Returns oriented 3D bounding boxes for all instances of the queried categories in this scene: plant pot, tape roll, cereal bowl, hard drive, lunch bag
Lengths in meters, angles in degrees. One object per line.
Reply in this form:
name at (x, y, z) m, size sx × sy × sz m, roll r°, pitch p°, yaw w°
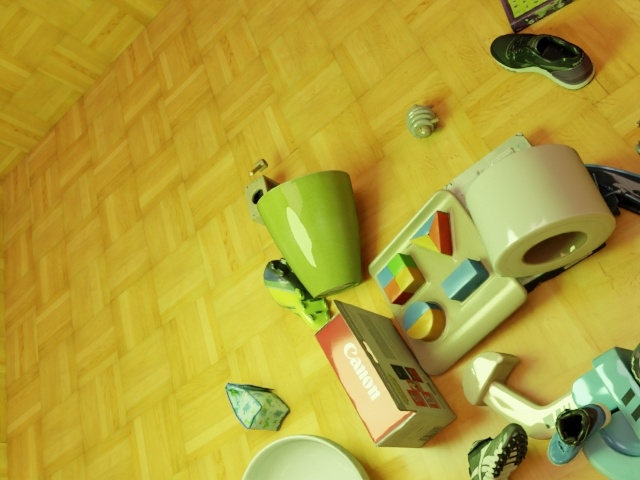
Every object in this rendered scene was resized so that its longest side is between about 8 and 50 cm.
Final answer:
plant pot at (0.000, 0.000, 1.590) m, size 0.275 × 0.275 × 0.293 m, roll -26°, pitch 76°, yaw 28°
tape roll at (0.438, -0.054, 1.172) m, size 0.246 × 0.246 × 0.169 m, roll -31°, pitch 57°, yaw 25°
cereal bowl at (-0.020, 0.635, 1.389) m, size 0.339 × 0.141 × 0.339 m, roll -4°, pitch 78°, yaw 19°
hard drive at (0.462, -0.062, 1.359) m, size 0.237 × 0.064 × 0.339 m, roll -36°, pitch 54°, yaw 21°
lunch bag at (-0.182, 0.452, 1.617) m, size 0.151 × 0.129 × 0.096 m, roll 32°, pitch 92°, yaw 42°

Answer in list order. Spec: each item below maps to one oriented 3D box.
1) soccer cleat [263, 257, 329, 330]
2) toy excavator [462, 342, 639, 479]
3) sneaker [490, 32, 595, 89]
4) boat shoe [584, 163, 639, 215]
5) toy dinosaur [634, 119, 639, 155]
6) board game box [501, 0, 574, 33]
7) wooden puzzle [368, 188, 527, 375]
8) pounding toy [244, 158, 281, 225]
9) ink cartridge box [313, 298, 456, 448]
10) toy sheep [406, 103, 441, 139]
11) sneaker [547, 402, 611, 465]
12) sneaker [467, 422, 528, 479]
soccer cleat at (-0.071, 0.171, 1.684) m, size 0.289 × 0.093 × 0.121 m, roll 46°, pitch 133°, yaw 35°
toy excavator at (0.523, 0.325, 1.088) m, size 0.445 × 0.222 × 0.433 m, roll -44°, pitch 50°, yaw 27°
sneaker at (0.530, -0.473, 1.419) m, size 0.283 × 0.124 × 0.107 m, roll 35°, pitch 96°, yaw 41°
boat shoe at (0.627, -0.096, 1.216) m, size 0.258 × 0.109 × 0.089 m, roll 23°, pitch 88°, yaw 43°
toy dinosaur at (0.744, -0.197, 1.159) m, size 0.313 × 0.121 × 0.160 m, roll -16°, pitch 47°, yaw -5°
board game box at (0.628, -0.704, 1.485) m, size 0.347 × 0.056 × 0.208 m, roll -23°, pitch 64°, yaw 29°
wooden puzzle at (0.273, 0.096, 1.390) m, size 0.322 × 0.080 × 0.348 m, roll -51°, pitch 50°, yaw 28°
pounding toy at (-0.187, -0.153, 1.815) m, size 0.094 × 0.181 × 0.206 m, roll -32°, pitch 56°, yaw 25°
ink cartridge box at (0.128, 0.308, 1.339) m, size 0.130 × 0.272 × 0.309 m, roll -45°, pitch 51°, yaw 15°
toy sheep at (0.277, -0.330, 1.591) m, size 0.091 × 0.091 × 0.132 m, roll -32°, pitch 43°, yaw 25°
sneaker at (0.429, 0.341, 1.008) m, size 0.152 × 0.084 × 0.058 m, roll -61°, pitch 40°, yaw 32°
sneaker at (0.351, 0.441, 1.192) m, size 0.106 × 0.078 × 0.234 m, roll -125°, pitch 32°, yaw -49°
